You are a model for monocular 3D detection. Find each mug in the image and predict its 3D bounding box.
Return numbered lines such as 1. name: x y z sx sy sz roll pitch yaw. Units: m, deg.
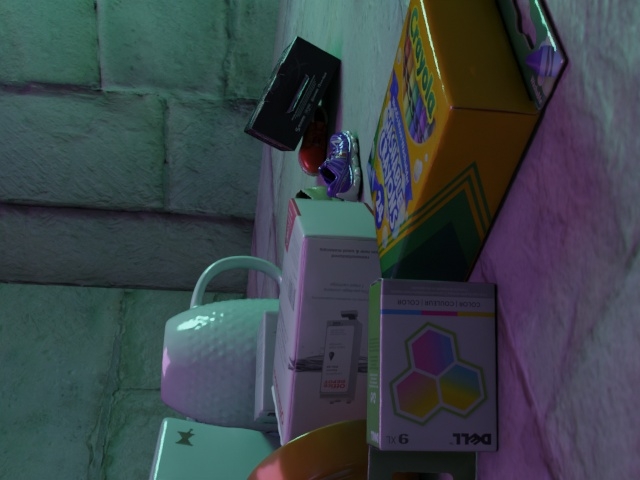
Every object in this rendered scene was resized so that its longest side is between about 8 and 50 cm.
1. mug: -0.162 0.212 1.734 0.276 0.328 0.374 115 156 -68

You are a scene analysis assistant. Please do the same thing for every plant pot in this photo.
1. plant pot: 0.036 0.335 0.910 0.205 0.205 0.188 101 153 -43

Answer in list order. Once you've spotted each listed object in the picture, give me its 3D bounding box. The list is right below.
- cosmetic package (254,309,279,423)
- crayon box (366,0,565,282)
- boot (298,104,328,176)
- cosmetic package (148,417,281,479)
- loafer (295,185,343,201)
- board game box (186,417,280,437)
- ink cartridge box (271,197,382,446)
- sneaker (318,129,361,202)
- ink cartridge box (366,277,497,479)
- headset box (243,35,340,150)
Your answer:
1. cosmetic package: -0.039 0.237 1.504 0.151 0.151 0.184 114 158 -69
2. crayon box: 0.121 -0.111 0.810 0.323 0.083 0.203 104 166 -48
3. boot: -0.013 -0.222 1.819 0.084 0.059 0.158 121 152 -62
4. cosmetic package: -0.175 0.589 1.473 0.327 0.329 0.394 -91 15 -59
5. loafer: 0.001 -0.021 1.529 0.268 0.092 0.102 -104 19 -62
6. board game box: -0.167 0.407 1.871 0.142 0.275 0.144 102 168 -45
7. ink cartridge box: 0.009 0.104 1.087 0.207 0.117 0.283 -116 30 -72
8. sneaker: 0.030 -0.137 1.451 0.170 0.071 0.068 -96 12 -48
9. ink cartridge box: 0.101 0.142 0.760 0.062 0.109 0.209 134 138 -78
10. headset box: -0.067 -0.312 1.794 0.218 0.110 0.293 -63 10 1
